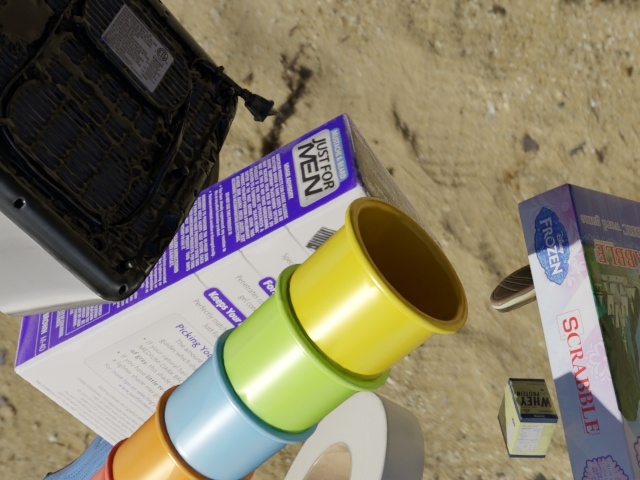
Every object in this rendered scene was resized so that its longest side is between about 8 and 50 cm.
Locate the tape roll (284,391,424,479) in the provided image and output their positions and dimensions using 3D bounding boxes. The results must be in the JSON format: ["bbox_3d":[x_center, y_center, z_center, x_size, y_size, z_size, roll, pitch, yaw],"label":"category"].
[{"bbox_3d":[0.021,0.418,1.522,0.072,0.392,0.392,29,79,-15],"label":"tape roll"}]

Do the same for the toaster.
[{"bbox_3d":[-0.141,-0.064,0.535,0.110,0.186,0.168,-13,42,41],"label":"toaster"}]

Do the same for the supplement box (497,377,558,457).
[{"bbox_3d":[0.302,0.259,1.459,0.056,0.083,0.083,2,37,-7],"label":"supplement box"}]

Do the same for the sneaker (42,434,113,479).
[{"bbox_3d":[-0.245,0.323,1.034,0.330,0.129,0.147,-57,32,-2],"label":"sneaker"}]

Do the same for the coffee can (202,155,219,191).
[{"bbox_3d":[-0.287,-0.094,1.177,0.275,0.201,0.202,4,70,35],"label":"coffee can"}]

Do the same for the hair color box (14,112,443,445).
[{"bbox_3d":[-0.072,0.055,0.869,0.338,0.185,0.110,-26,40,17],"label":"hair color box"}]

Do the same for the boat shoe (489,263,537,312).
[{"bbox_3d":[0.374,0.076,1.678,0.190,0.072,0.068,-31,29,-9],"label":"boat shoe"}]

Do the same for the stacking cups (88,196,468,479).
[{"bbox_3d":[-0.051,0.103,0.634,0.316,0.096,0.096,-42,57,29],"label":"stacking cups"}]

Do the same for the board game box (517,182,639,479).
[{"bbox_3d":[0.347,0.119,1.015,0.066,0.318,0.318,-24,67,43],"label":"board game box"}]
